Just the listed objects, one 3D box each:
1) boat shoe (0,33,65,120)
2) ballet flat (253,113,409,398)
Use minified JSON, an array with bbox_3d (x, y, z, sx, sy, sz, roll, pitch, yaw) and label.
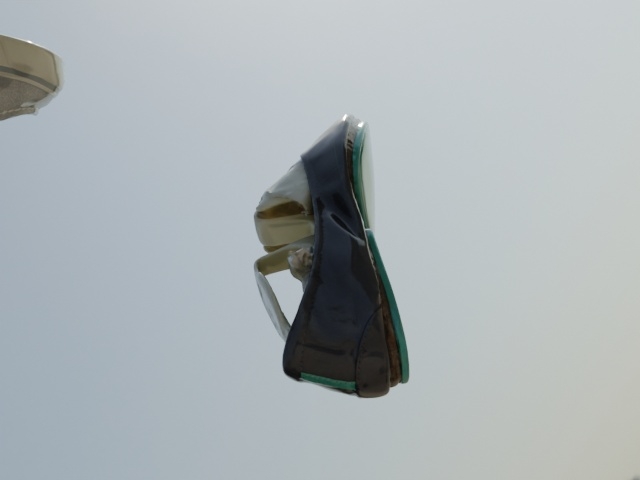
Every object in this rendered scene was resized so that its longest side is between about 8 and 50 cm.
[{"bbox_3d":[-0.202,-0.060,0.512,0.227,0.079,0.081,-10,-74,-65],"label":"boat shoe"},{"bbox_3d":[0.000,0.000,0.574,0.203,0.074,0.074,-95,16,-52],"label":"ballet flat"}]
